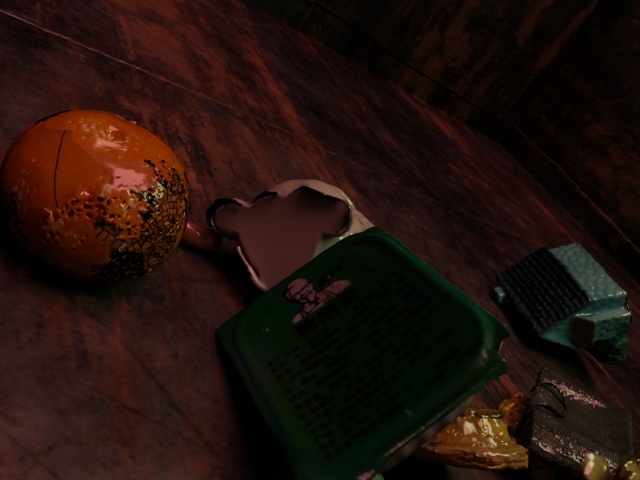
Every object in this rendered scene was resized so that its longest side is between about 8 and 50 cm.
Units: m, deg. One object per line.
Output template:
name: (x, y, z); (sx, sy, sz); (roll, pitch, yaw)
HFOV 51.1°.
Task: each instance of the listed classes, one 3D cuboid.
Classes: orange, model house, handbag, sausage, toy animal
orange: (-0.275, -0.059, 0.827); (0.234, 0.182, 0.234); (20, 37, -16)
model house: (0.558, 0.173, 1.590); (0.241, 0.226, 0.261); (-9, 32, -7)
handbag: (0.414, 0.307, 1.091); (0.175, 0.088, 0.270); (34, 25, 11)
sausage: (-0.227, -0.030, 0.997); (0.177, 0.040, 0.047); (29, 15, -18)
toy animal: (0.000, 0.000, 1.106); (0.258, 0.194, 0.357); (38, 11, 14)

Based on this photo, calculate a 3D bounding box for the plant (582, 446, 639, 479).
plant: (0.314, 0.353, 0.786); (0.261, 0.306, 0.297); (-6, 11, -20)

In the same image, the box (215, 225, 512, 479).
box: (0.048, 0.142, 0.794); (0.106, 0.264, 0.337); (61, -9, -32)

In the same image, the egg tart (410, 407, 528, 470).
egg tart: (0.176, 0.254, 0.876); (0.191, 0.191, 0.074); (14, 75, -42)

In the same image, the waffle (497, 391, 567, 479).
waffle: (0.404, 0.349, 1.154); (0.253, 0.056, 0.249); (31, 24, -9)

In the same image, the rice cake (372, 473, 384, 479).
rice cake: (0.108, 0.376, 0.678); (0.066, 0.063, 0.336); (5, 38, -46)
